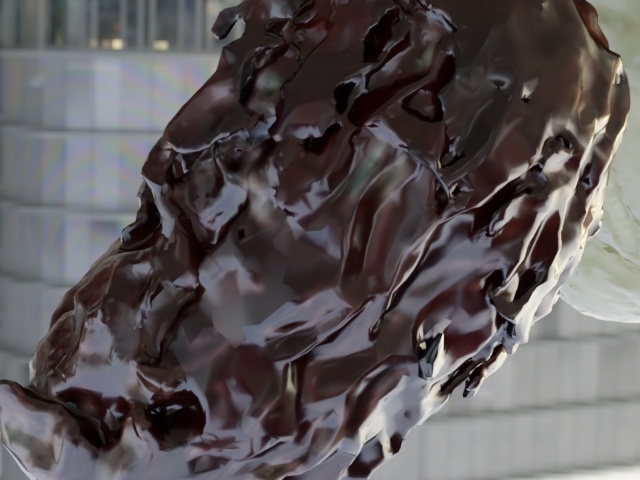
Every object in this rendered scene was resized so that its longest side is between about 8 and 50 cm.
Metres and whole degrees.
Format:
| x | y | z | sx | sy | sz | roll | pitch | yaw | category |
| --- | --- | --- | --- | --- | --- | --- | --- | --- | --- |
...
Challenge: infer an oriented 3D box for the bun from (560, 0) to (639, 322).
| x | y | z | sx | sy | sz | roll | pitch | yaw | category |
| --- | --- | --- | --- | --- | --- | --- | --- | --- | --- |
| 0.094 | -0.124 | 0.728 | 0.202 | 0.364 | 0.364 | -23 | -167 | -15 | bun |

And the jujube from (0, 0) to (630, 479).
| x | y | z | sx | sy | sz | roll | pitch | yaw | category |
| --- | --- | --- | --- | --- | --- | --- | --- | --- | --- |
| 0.003 | 0.002 | 0.421 | 0.104 | 0.166 | 0.104 | 37 | -174 | -5 | jujube |
